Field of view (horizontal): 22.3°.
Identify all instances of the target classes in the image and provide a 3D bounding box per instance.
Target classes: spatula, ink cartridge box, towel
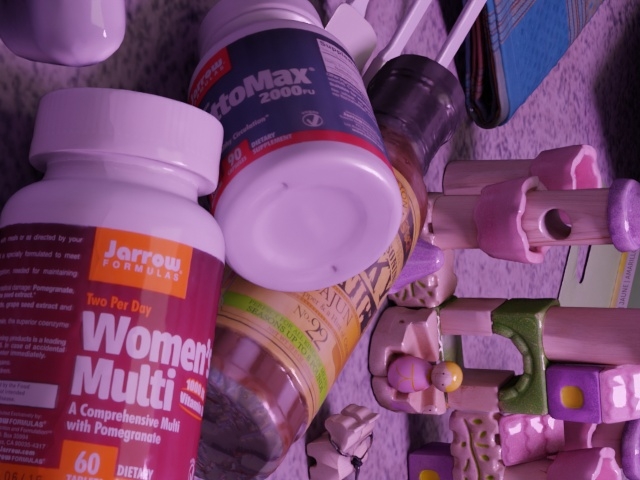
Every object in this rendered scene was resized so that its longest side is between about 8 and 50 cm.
[{"bbox_3d":[0.071,-0.170,1.191,0.168,0.019,0.242,38,80,-50],"label":"spatula"},{"bbox_3d":[0.317,0.053,1.656,0.235,0.056,0.171,52,48,-50],"label":"ink cartridge box"},{"bbox_3d":[0.212,-0.299,1.400,0.370,0.040,0.271,-50,143,-38],"label":"towel"}]

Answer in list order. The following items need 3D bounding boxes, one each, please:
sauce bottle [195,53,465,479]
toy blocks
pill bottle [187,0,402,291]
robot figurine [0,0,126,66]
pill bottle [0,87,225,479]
[{"bbox_3d":[0.000,0.000,1.050,0.344,0.111,0.111,-58,138,-40],"label":"sauce bottle"},{"bbox_3d":[0.173,0.091,1.204,0.309,0.260,0.288,-24,112,-57],"label":"toy blocks"},{"bbox_3d":[-0.022,-0.067,0.964,0.108,0.108,0.180,57,12,-44],"label":"pill bottle"},{"bbox_3d":[-0.163,-0.246,0.681,0.300,0.200,0.353,-9,101,-25],"label":"robot figurine"},{"bbox_3d":[-0.114,0.040,0.848,0.121,0.121,0.221,25,69,-57],"label":"pill bottle"}]
